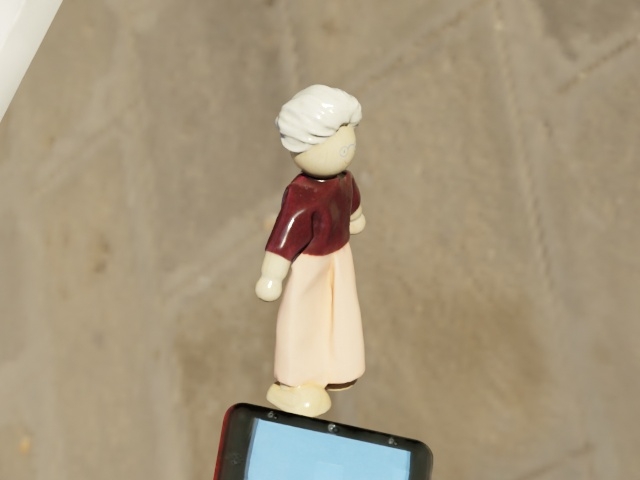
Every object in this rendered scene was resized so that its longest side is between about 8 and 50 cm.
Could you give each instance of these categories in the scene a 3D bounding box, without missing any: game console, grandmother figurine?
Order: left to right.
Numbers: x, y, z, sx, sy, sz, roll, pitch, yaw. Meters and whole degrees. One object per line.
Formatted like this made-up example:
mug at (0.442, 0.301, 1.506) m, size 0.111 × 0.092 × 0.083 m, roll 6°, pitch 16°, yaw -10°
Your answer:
grandmother figurine at (0.000, 0.000, 1.965) m, size 0.104 × 0.208 × 0.342 m, roll 8°, pitch 115°, yaw 15°
game console at (0.005, 0.169, 1.181) m, size 0.124 × 0.144 × 0.085 m, roll -130°, pitch 53°, yaw -78°

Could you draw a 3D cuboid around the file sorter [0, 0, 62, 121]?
file sorter at (-0.267, -0.146, 0.903) m, size 0.193 × 0.173 × 0.277 m, roll -59°, pitch 39°, yaw 17°
